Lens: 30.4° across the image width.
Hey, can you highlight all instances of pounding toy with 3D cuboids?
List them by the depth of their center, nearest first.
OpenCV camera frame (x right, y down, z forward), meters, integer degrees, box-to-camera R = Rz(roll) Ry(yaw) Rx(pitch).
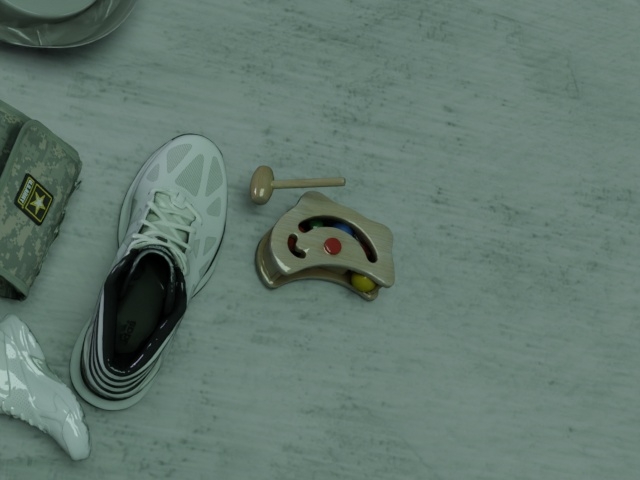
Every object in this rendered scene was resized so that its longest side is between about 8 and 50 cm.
[{"bbox_3d":[0.000,0.000,1.823,0.270,0.155,0.154,26,61,-12],"label":"pounding toy"}]

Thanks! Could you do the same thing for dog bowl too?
[{"bbox_3d":[-0.438,-0.450,1.777,0.349,0.102,0.348,4,83,-37],"label":"dog bowl"}]

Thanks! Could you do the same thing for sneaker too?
[{"bbox_3d":[-0.410,0.223,1.641,0.115,0.090,0.232,-34,78,-20],"label":"sneaker"},{"bbox_3d":[-0.210,0.016,1.679,0.169,0.257,0.447,23,66,-13],"label":"sneaker"}]

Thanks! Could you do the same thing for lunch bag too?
[{"bbox_3d":[-0.491,-0.074,1.654,0.287,0.169,0.235,26,62,-20],"label":"lunch bag"}]
